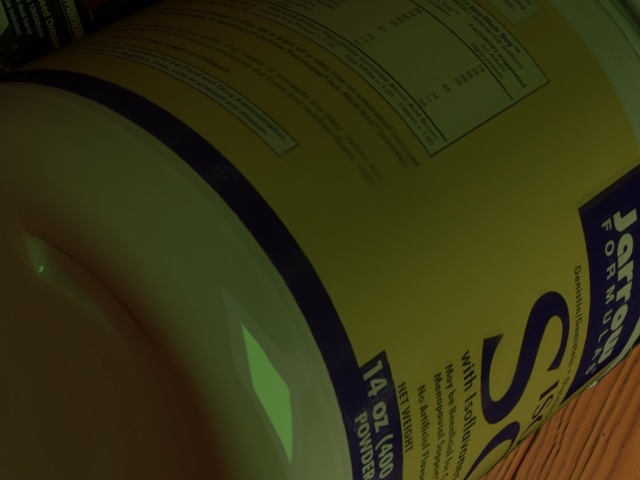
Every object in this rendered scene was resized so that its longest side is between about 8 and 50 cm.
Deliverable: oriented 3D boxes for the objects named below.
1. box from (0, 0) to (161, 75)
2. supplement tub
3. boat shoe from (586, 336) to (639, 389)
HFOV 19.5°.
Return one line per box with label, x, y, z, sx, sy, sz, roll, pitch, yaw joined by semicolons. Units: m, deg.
box;-0.148;-0.222;0.750;0.242;0.076;0.307;-34;121;-29
supplement tub;0.000;0.000;0.783;0.331;0.241;0.241;-33;121;-41
boat shoe;0.081;0.054;0.993;0.340;0.127;0.113;-34;148;-26
